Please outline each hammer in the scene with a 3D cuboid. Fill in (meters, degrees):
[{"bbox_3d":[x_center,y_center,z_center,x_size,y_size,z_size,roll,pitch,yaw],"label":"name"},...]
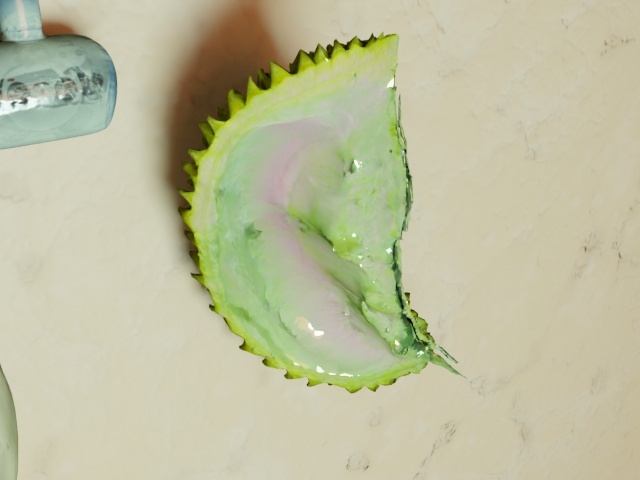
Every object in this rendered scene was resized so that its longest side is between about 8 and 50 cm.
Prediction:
[{"bbox_3d":[-0.197,-0.157,0.577,0.116,0.069,0.193,-15,109,-29],"label":"hammer"}]

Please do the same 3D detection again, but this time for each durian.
[{"bbox_3d":[0.000,0.000,0.699,0.158,0.169,0.351,-41,140,-27],"label":"durian"}]

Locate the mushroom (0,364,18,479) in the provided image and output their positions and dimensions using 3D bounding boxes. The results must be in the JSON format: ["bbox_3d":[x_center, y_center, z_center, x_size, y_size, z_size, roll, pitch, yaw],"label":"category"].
[{"bbox_3d":[-0.337,0.109,0.411,0.353,0.325,0.353,-6,108,-19],"label":"mushroom"}]
